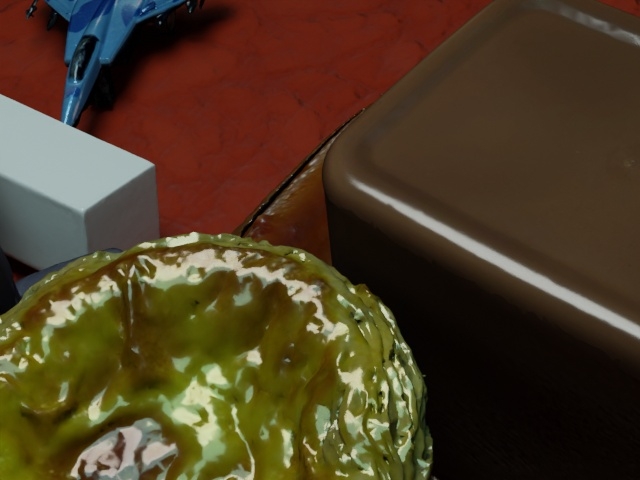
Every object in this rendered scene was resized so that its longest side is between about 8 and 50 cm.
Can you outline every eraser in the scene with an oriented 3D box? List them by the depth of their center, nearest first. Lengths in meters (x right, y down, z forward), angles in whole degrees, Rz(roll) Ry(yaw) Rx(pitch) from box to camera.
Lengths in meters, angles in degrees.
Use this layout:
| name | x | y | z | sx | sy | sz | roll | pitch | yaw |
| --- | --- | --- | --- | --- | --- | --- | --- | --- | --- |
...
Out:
| name | x | y | z | sx | sy | sz | roll | pitch | yaw |
| --- | --- | --- | --- | --- | --- | --- | --- | --- | --- |
| eraser | -0.254 | -0.060 | 1.360 | 0.298 | 0.078 | 0.076 | 24 | 42 | 29 |

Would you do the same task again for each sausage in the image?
| name | x | y | z | sx | sy | sz | roll | pitch | yaw |
| --- | --- | --- | --- | --- | --- | --- | --- | --- | --- |
| sausage | 0.000 | 0.000 | 1.229 | 0.102 | 0.102 | 0.330 | 19 | 45 | 26 |

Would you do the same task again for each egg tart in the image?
| name | x | y | z | sx | sy | sz | roll | pitch | yaw |
| --- | --- | --- | --- | --- | --- | --- | --- | --- | --- |
| egg tart | -0.077 | 0.130 | 1.014 | 0.295 | 0.116 | 0.295 | -2 | 55 | 3 |

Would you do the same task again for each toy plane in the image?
| name | x | y | z | sx | sy | sz | roll | pitch | yaw |
| --- | --- | --- | --- | --- | --- | --- | --- | --- | --- |
| toy plane | -0.164 | -0.163 | 1.456 | 0.169 | 0.078 | 0.246 | 1 | 53 | 12 |

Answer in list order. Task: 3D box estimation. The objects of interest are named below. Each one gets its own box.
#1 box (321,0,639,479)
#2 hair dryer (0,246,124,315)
| name | x | y | z | sx | sy | sz | roll | pitch | yaw |
| --- | --- | --- | --- | --- | --- | --- | --- | --- | --- |
| box | 0.186 | 0.035 | 1.092 | 0.339 | 0.229 | 0.239 | 29 | 57 | 32 |
| hair dryer | -0.247 | 0.053 | 1.073 | 0.301 | 0.361 | 0.121 | -39 | 56 | -15 |
